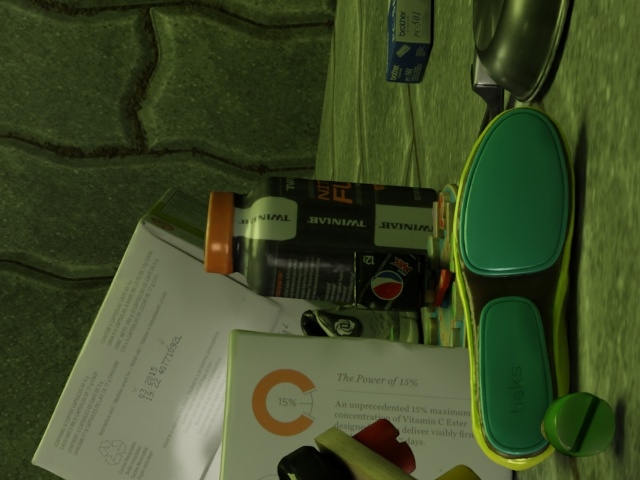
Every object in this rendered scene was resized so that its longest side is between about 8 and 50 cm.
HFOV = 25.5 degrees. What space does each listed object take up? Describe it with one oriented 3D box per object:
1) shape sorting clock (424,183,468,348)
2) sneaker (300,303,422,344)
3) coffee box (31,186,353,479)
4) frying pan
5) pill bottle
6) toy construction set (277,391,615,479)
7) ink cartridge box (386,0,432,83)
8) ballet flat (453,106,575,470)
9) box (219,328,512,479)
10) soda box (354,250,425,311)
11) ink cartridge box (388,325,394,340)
[{"bbox_3d":[0.114,0.051,1.271,0.206,0.040,0.206,-176,90,-87],"label":"shape sorting clock"},{"bbox_3d":[0.043,0.076,1.624,0.228,0.132,0.086,-92,7,-58],"label":"sneaker"},{"bbox_3d":[-0.131,0.167,1.836,0.337,0.338,0.334,-64,4,8],"label":"coffee box"},{"bbox_3d":[0.142,-0.181,1.102,0.326,0.053,0.197,114,161,-70],"label":"frying pan"},{"bbox_3d":[0.000,0.000,1.501,0.130,0.246,0.130,-176,90,-86],"label":"pill bottle"},{"bbox_3d":[0.026,0.206,0.661,0.237,0.309,0.257,135,131,-77],"label":"toy construction set"},{"bbox_3d":[0.109,-0.306,1.729,0.097,0.046,0.207,100,173,-66],"label":"ink cartridge box"},{"bbox_3d":[0.126,0.032,0.911,0.077,0.077,0.230,42,-131,-74],"label":"ballet flat"},{"bbox_3d":[0.024,0.259,1.062,0.168,0.215,0.345,103,171,-69],"label":"box"},{"bbox_3d":[0.067,0.038,1.323,0.169,0.060,0.053,4,-92,-83],"label":"soda box"},{"bbox_3d":[0.086,0.184,1.377,0.209,0.062,0.109,99,173,-53],"label":"ink cartridge box"}]
